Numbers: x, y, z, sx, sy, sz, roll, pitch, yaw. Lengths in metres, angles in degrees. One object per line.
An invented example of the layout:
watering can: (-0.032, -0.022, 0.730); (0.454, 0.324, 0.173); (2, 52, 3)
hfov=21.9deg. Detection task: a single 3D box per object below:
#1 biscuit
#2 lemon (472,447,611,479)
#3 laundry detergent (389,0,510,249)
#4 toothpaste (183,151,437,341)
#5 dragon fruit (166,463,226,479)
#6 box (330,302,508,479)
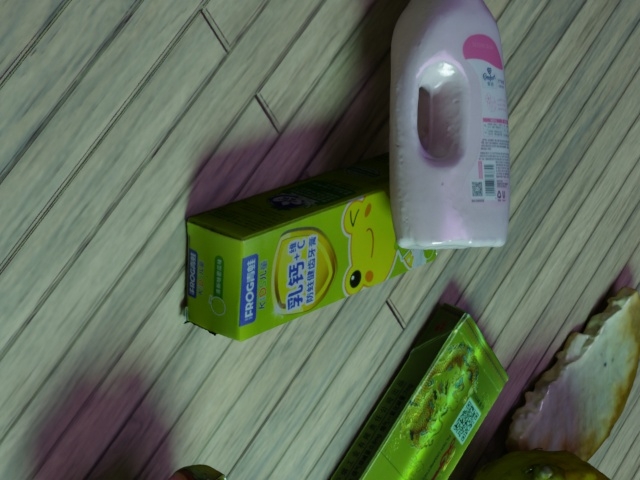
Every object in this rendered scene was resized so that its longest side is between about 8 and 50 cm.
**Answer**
biscuit: (0.354, 0.222, 2.279); (0.309, 0.040, 0.204); (-46, 138, -28)
lemon: (0.278, 0.394, 2.085); (0.253, 0.253, 0.310); (-44, 143, -31)
laundry detergent: (0.129, -0.159, 1.692); (0.159, 0.088, 0.335); (-1, 88, -45)
toothpaste: (0.000, 0.000, 1.683); (0.327, 0.077, 0.110); (-20, 123, -46)
dragon fruit: (-0.143, 0.334, 1.553); (0.224, 0.224, 0.227); (-49, 145, -26)
box: (0.109, 0.244, 1.971); (0.311, 0.043, 0.173); (-56, 143, -16)
